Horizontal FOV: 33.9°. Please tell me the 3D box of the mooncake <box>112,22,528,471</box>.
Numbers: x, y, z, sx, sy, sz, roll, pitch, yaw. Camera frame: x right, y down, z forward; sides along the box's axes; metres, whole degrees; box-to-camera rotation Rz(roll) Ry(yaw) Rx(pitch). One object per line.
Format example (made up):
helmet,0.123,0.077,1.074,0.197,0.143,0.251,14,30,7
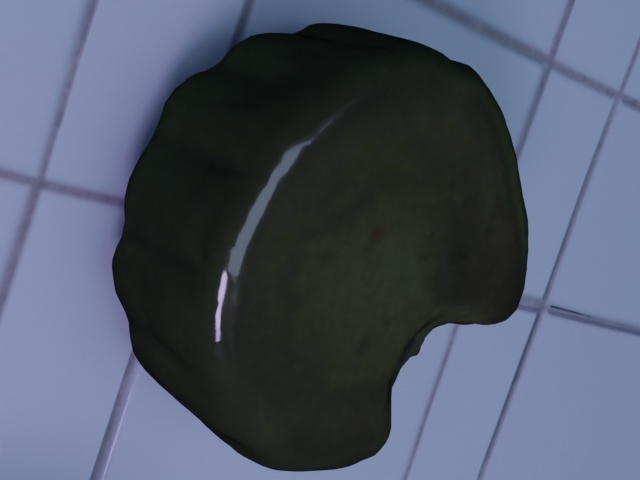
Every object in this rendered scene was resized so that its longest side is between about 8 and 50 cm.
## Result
mooncake,0.000,0.000,0.845,0.351,0.187,0.351,-17,120,-32
